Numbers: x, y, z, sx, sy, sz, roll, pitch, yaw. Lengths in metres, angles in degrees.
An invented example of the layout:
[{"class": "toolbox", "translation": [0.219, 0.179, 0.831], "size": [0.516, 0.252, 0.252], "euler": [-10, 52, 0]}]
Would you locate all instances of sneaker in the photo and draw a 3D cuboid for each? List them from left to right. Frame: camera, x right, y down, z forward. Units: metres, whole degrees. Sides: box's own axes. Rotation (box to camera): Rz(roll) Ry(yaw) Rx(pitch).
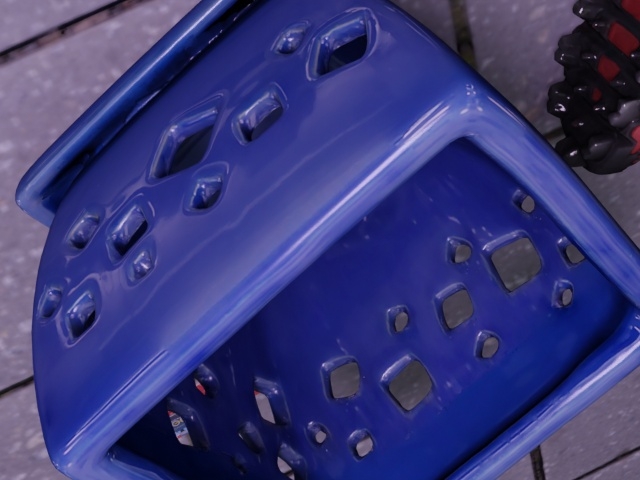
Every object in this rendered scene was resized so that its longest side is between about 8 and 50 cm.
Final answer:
[{"class": "sneaker", "translation": [0.233, -0.147, 0.663], "size": [0.135, 0.098, 0.276], "euler": [6, 126, -30]}]

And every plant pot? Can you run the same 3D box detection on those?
[{"class": "plant pot", "translation": [0.000, 0.000, 0.592], "size": [0.236, 0.212, 0.236], "euler": [-41, 136, 13]}]

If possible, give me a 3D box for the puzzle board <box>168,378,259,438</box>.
[{"class": "puzzle board", "translation": [-0.063, 0.080, 0.784], "size": [0.128, 0.011, 0.096], "euler": [-30, 138, -1]}]
